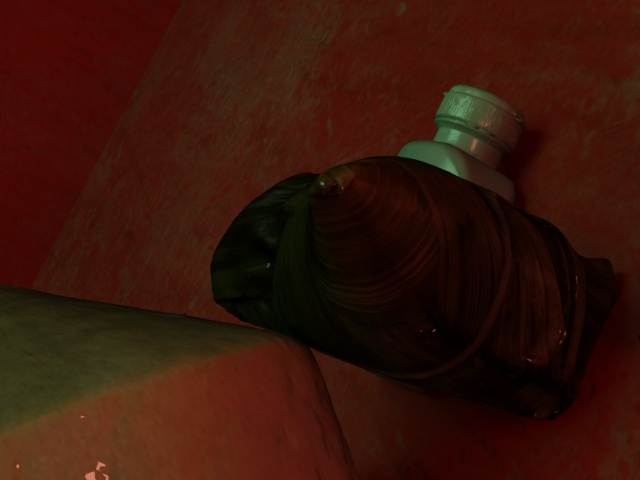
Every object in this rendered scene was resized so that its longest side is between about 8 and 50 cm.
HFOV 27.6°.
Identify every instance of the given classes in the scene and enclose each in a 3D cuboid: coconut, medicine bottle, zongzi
[{"bbox_3d":[-0.143,0.214,0.816,0.415,0.344,0.415,17,113,46],"label":"coconut"},{"bbox_3d":[0.082,-0.004,0.992,0.229,0.083,0.121,-64,24,-5],"label":"medicine bottle"},{"bbox_3d":[0.000,0.000,0.797,0.286,0.288,0.134,11,79,40],"label":"zongzi"}]

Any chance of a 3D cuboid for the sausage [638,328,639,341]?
[{"bbox_3d":[0.212,0.021,0.759,0.100,0.015,0.015,-61,21,4],"label":"sausage"}]
